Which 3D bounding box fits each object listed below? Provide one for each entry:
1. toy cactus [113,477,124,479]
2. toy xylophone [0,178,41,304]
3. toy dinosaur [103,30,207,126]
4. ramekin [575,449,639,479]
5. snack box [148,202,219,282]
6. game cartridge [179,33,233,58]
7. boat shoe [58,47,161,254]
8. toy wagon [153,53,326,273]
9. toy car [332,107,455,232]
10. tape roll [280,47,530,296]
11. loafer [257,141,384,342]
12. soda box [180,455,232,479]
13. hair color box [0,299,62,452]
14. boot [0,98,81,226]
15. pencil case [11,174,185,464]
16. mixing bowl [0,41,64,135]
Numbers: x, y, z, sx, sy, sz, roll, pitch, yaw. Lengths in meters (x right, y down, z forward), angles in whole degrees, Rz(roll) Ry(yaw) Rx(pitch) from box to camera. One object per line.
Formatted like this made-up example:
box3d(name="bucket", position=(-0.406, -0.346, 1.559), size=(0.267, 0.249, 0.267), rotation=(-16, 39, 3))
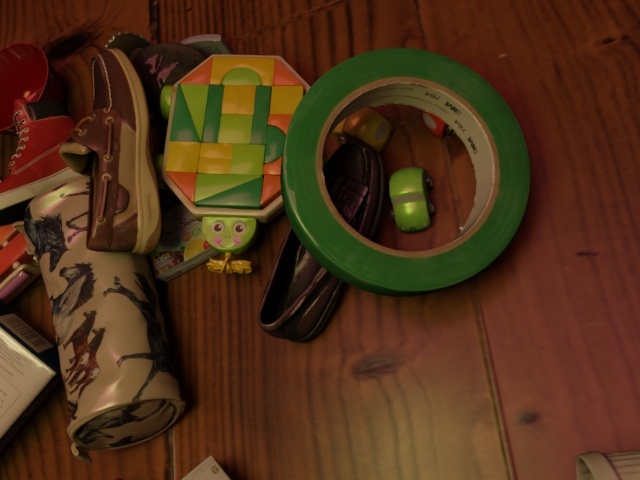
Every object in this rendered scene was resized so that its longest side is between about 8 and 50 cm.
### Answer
box3d(name="toy cactus", position=(-0.314, 0.458, 0.987), size=(0.181, 0.112, 0.219), rotation=(-27, 65, 32))
box3d(name="toy xylophone", position=(-0.611, 0.012, 1.255), size=(0.323, 0.081, 0.236), rotation=(41, 90, 28))
box3d(name="toy dinosaur", position=(-0.263, -0.271, 1.189), size=(0.314, 0.121, 0.160), rotation=(12, 98, 27))
box3d(name="ramekin", position=(0.344, 0.310, 0.710), size=(0.109, 0.207, 0.207), rotation=(-14, 67, 7))
box3d(name="snack box", position=(-0.209, -0.010, 1.128), size=(0.141, 0.037, 0.100), rotation=(-28, 63, 10))
box3d(name="game cartridge", position=(-0.200, -0.334, 1.227), size=(0.083, 0.056, 0.017), rotation=(-3, 70, 20))
box3d(name="boat shoe", position=(-0.324, -0.139, 1.054), size=(0.123, 0.123, 0.341), rotation=(-39, 59, 57))
box3d(name="toy wagon", position=(-0.122, -0.120, 1.077), size=(0.267, 0.068, 0.344), rotation=(2, 73, 6))
box3d(name="toy car", position=(0.126, -0.124, 1.026), size=(0.239, 0.053, 0.224), rotation=(-9, 69, 19))
box3d(name="tape roll", position=(0.109, -0.089, 0.931), size=(0.321, 0.077, 0.321), rotation=(1, 79, -6))
box3d(name="loafer", position=(0.000, 0.000, 0.983), size=(0.109, 0.095, 0.302), rotation=(23, 92, 31))
box3d(name="soda box", position=(-0.207, 0.378, 0.914), size=(0.216, 0.074, 0.069), rotation=(-37, 79, -25))
box3d(name="hair color box", position=(-0.569, 0.275, 1.098), size=(0.174, 0.105, 0.347), rotation=(40, 89, 0))
box3d(name="boot", position=(-0.501, -0.138, 1.175), size=(0.244, 0.088, 0.176), rotation=(-38, 91, -37))
box3d(name="pencil case", position=(-0.334, 0.109, 1.067), size=(0.184, 0.160, 0.410), rotation=(-28, 64, 11))
box3d(name="mixing bowl", position=(-0.548, -0.264, 1.316), size=(0.182, 0.098, 0.181), rotation=(-7, 69, 20))
